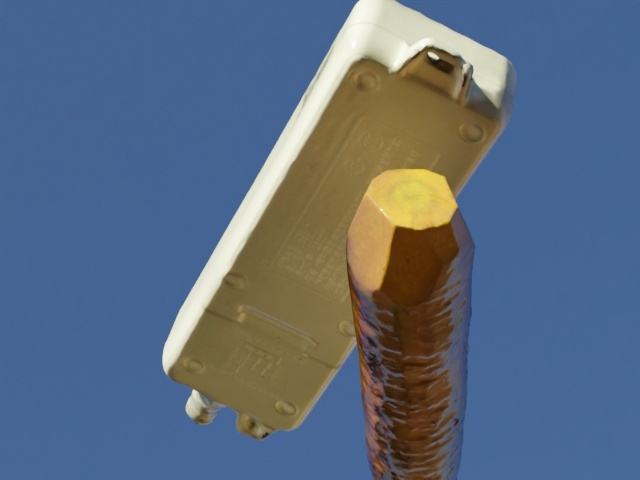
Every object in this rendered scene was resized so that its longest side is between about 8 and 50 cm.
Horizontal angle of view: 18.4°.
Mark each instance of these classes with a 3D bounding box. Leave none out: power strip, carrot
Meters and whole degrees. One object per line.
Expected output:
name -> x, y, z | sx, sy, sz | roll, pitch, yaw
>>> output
power strip -> 0.000, 0.000, 1.113 | 0.098, 0.058, 0.338 | 25, -49, -9
carrot -> 0.047, 0.087, 1.069 | 0.066, 0.066, 0.314 | -5, -43, -3
